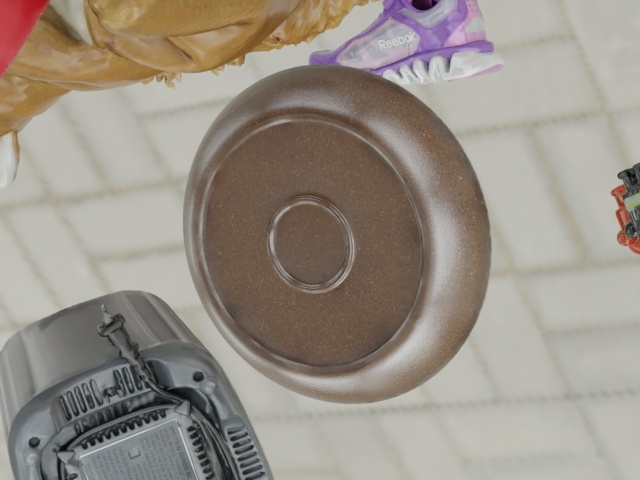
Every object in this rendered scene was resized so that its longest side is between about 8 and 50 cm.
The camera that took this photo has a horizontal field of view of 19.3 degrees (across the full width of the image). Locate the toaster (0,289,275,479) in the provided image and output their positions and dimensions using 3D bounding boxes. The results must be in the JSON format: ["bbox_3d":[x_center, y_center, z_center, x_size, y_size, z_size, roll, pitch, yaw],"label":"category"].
[{"bbox_3d":[-0.103,0.122,1.020,0.129,0.146,0.227,-23,111,-10],"label":"toaster"}]

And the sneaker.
[{"bbox_3d":[0.084,-0.213,1.975,0.236,0.095,0.104,-4,100,40],"label":"sneaker"}]

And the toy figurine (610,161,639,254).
[{"bbox_3d":[0.439,-0.030,2.104,0.210,0.213,0.148,-20,81,1],"label":"toy figurine"}]

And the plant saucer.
[{"bbox_3d":[0.000,0.000,1.666,0.311,0.050,0.310,6,102,28],"label":"plant saucer"}]

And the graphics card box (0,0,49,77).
[{"bbox_3d":[-0.353,-0.173,1.140,0.371,0.094,0.233,-6,138,49],"label":"graphics card box"}]

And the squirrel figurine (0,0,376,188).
[{"bbox_3d":[-0.165,-0.191,1.491,0.370,0.397,0.281,-37,68,38],"label":"squirrel figurine"}]
